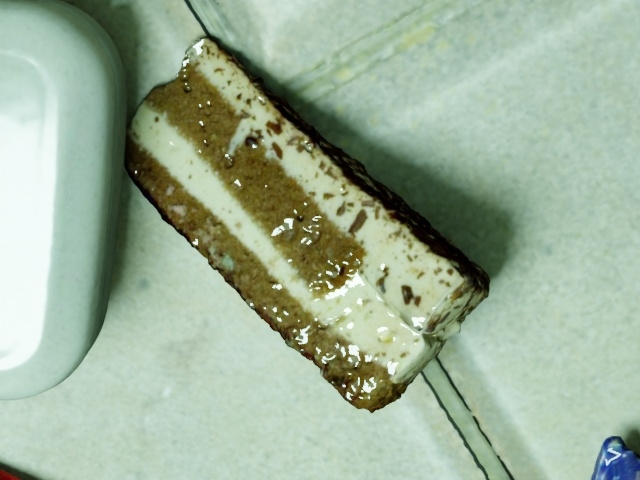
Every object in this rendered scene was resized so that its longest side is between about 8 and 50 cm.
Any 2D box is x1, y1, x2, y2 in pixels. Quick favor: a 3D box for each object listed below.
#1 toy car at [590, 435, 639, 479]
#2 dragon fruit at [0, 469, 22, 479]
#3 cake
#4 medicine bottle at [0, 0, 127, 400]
[{"bbox_3d":[0.277,0.231,1.075,0.235,0.158,0.172,7,110,3],"label":"toy car"},{"bbox_3d":[-0.257,0.207,1.165,0.162,0.083,0.106,6,129,-15],"label":"dragon fruit"},{"bbox_3d":[-0.006,-0.006,1.083,0.246,0.135,0.112,43,99,21],"label":"cake"},{"bbox_3d":[-0.310,-0.043,1.045,0.375,0.123,0.282,7,100,3],"label":"medicine bottle"}]
